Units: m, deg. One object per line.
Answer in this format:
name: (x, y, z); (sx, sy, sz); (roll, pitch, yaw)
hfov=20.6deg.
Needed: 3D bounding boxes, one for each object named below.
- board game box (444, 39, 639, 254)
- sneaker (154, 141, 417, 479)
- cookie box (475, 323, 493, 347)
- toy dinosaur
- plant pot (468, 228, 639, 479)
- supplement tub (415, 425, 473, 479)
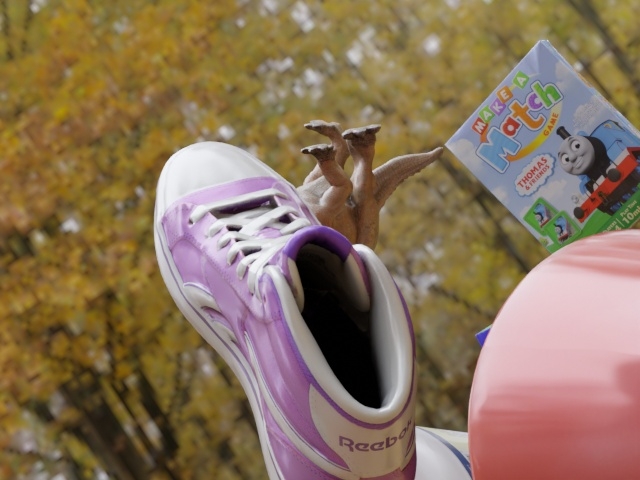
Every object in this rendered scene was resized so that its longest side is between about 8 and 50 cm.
board game box: (0.263, -0.088, 1.912); (0.160, 0.211, 0.039); (-48, -13, 20)
sneaker: (-0.015, 0.014, 0.977); (0.102, 0.282, 0.161); (-19, -37, -18)
cookie box: (0.204, 0.108, 1.655); (0.040, 0.092, 0.107); (-27, -2, -28)
toy dinosaur: (0.000, 0.000, 1.661); (0.127, 0.200, 0.295); (1, 19, 43)
plant pot: (0.268, 0.118, 1.094); (0.275, 0.275, 0.243); (-26, 8, -27)
supplement tub: (0.137, 0.305, 1.715); (0.235, 0.235, 0.325); (-45, -34, 23)
